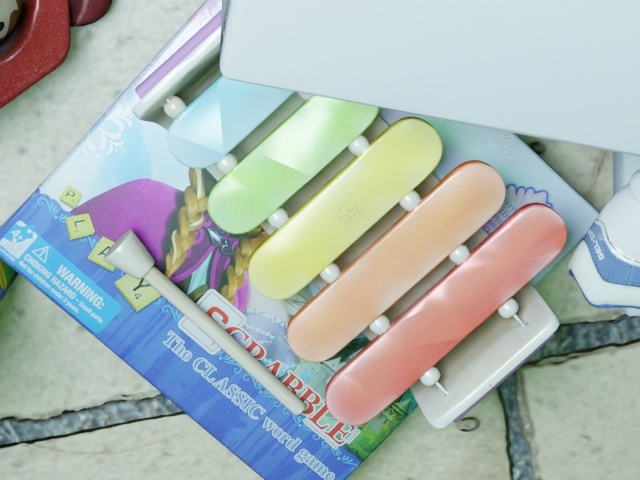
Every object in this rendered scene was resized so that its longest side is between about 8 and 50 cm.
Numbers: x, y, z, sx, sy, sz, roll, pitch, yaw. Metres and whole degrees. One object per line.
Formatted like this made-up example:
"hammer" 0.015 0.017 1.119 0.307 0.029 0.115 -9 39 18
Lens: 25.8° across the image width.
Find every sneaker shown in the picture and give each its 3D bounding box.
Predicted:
"sneaker" 0.291 0.050 0.968 0.296 0.112 0.131 36 111 -25

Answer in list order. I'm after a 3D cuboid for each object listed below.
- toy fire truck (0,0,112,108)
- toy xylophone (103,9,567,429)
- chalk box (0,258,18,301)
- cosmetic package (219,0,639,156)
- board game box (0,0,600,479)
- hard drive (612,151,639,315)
"toy fire truck" -0.242 -0.217 0.901 0.254 0.169 0.302 -13 106 -41
"toy xylophone" 0.000 0.000 0.951 0.323 0.081 0.236 38 99 -10
"chalk box" -0.338 0.047 0.913 0.180 0.289 0.179 -43 101 8
"cosmetic package" 0.145 -0.182 0.807 0.385 0.156 0.217 12 128 -10
"board game box" -0.018 -0.013 1.024 0.319 0.066 0.318 41 99 -10
"hard drive" 0.328 -0.129 1.013 0.233 0.047 0.353 -5 103 -5
